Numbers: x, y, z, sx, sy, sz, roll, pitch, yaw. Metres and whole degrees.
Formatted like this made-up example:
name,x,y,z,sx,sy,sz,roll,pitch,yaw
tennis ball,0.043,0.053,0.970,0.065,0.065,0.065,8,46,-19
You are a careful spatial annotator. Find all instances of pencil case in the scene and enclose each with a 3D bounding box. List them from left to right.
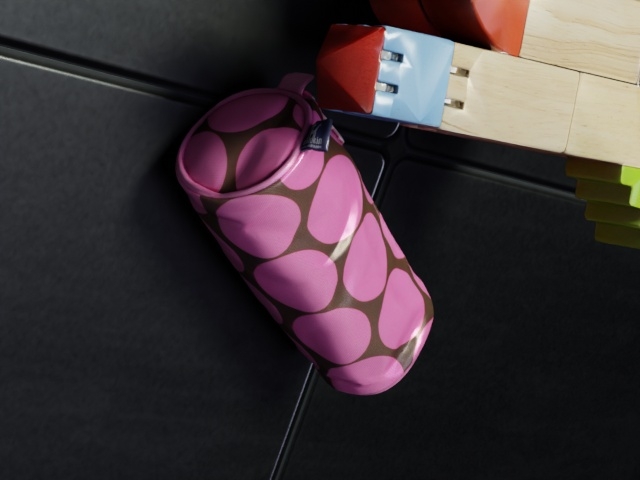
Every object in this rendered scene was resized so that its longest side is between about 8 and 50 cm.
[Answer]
name,x,y,z,sx,sy,sz,roll,pitch,yaw
pencil case,0.000,0.000,1.008,0.098,0.095,0.209,-59,142,-26

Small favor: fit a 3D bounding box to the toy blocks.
name,x,y,z,sx,sy,sz,roll,pitch,yaw
toy blocks,0.110,-0.201,0.965,0.261,0.191,0.381,8,93,-37
